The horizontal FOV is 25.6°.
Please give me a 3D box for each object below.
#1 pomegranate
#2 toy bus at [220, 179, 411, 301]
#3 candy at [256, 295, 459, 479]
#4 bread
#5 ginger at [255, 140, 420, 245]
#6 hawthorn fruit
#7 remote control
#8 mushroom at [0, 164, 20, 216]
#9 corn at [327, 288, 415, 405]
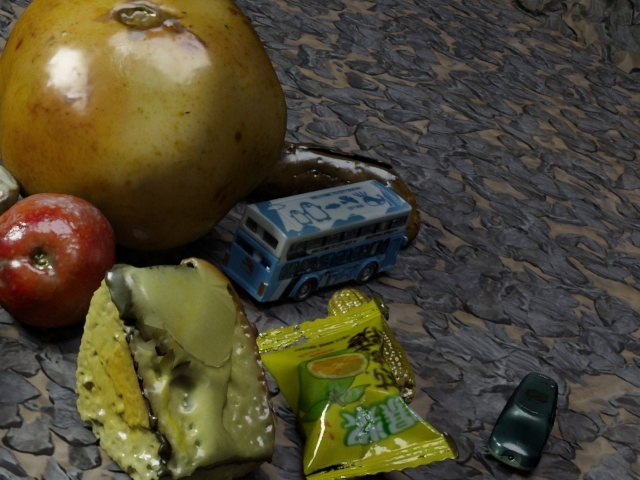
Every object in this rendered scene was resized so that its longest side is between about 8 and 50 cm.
[{"bbox_3d":[-0.247,-0.179,1.950,0.417,0.416,0.416,16,28,-8],"label":"pomegranate"},{"bbox_3d":[0.000,0.000,2.035,0.106,0.131,0.297,38,33,30],"label":"toy bus"},{"bbox_3d":[0.037,0.187,1.729,0.187,0.081,0.297,-16,38,-6],"label":"candy"},{"bbox_3d":[-0.166,0.156,1.617,0.204,0.162,0.262,-4,78,-40],"label":"bread"},{"bbox_3d":[0.020,-0.088,2.244,0.309,0.107,0.133,18,51,-5],"label":"ginger"},{"bbox_3d":[-0.338,0.025,1.734,0.173,0.173,0.173,16,28,-8],"label":"hawthorn fruit"},{"bbox_3d":[0.276,0.239,1.879,0.072,0.042,0.222,23,27,10],"label":"remote control"},{"bbox_3d":[-0.574,-0.108,1.746,0.407,0.137,0.154,30,63,-28],"label":"mushroom"},{"bbox_3d":[0.066,0.145,1.875,0.080,0.080,0.238,7,31,-24],"label":"corn"}]
